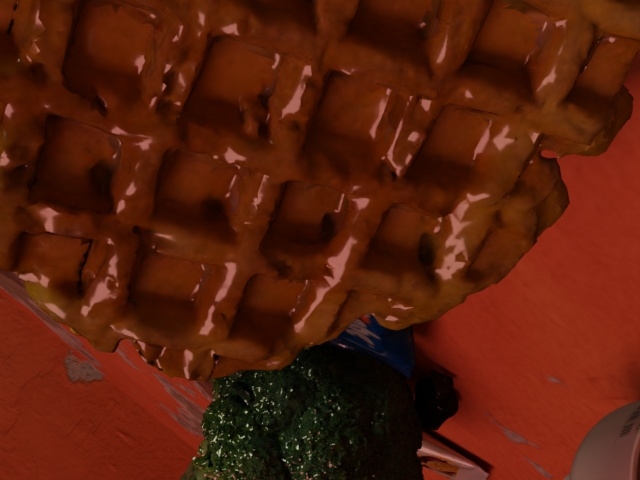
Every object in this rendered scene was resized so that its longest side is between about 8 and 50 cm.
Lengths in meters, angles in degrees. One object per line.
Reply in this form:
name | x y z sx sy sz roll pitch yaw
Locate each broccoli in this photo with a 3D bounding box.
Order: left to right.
broccoli | -0.031 0.200 0.890 0.270 0.270 0.270 -36 111 26

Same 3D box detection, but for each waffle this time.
waffle | -0.021 -0.075 0.344 0.068 0.302 0.325 -105 -12 -54

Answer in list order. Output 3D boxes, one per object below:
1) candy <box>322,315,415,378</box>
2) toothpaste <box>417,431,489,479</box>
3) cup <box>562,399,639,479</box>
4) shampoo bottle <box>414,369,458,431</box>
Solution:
candy | 0.000 0.000 0.697 0.187 0.077 0.331 22 151 17
toothpaste | 0.054 0.209 1.082 0.314 0.056 0.058 27 -163 16
cup | 0.252 0.161 0.599 0.142 0.173 0.134 115 133 -70
shampoo bottle | 0.114 0.163 0.914 0.048 0.027 0.137 35 158 13
